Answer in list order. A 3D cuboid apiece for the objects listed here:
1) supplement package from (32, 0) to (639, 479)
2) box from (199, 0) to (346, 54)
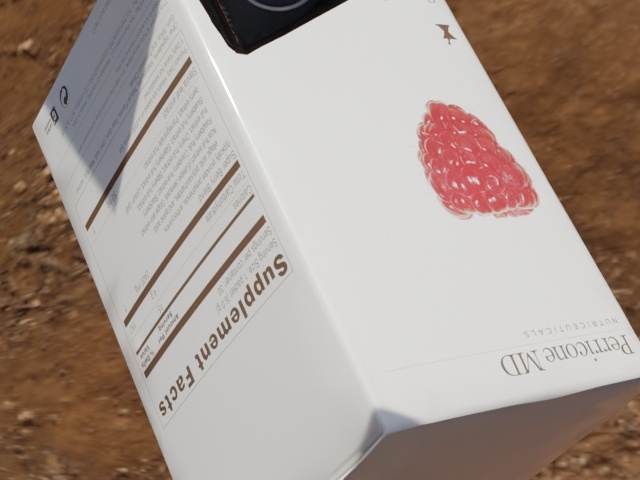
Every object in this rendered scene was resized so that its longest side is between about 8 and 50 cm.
[{"bbox_3d":[0.000,0.000,0.770,0.178,0.175,0.293,-6,60,-37],"label":"supplement package"},{"bbox_3d":[0.048,-0.185,0.352,0.247,0.142,0.163,-28,110,9],"label":"box"}]
